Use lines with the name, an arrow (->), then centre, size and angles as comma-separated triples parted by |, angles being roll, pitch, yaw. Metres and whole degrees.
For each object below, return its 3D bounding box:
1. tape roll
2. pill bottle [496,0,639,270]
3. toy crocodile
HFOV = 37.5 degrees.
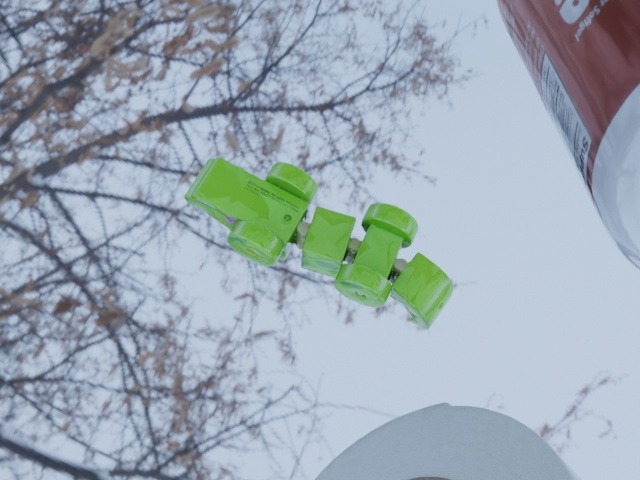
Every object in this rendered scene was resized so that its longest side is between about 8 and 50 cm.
tape roll -> 0.104, 0.348, 0.950 | 0.392, 0.392, 0.072 | -23, -51, 30
pill bottle -> 0.149, -0.059, 0.353 | 0.121, 0.216, 0.121 | -5, -45, -5
toy crocodile -> 0.000, 0.000, 1.128 | 0.340, 0.115, 0.105 | 23, -23, 4
